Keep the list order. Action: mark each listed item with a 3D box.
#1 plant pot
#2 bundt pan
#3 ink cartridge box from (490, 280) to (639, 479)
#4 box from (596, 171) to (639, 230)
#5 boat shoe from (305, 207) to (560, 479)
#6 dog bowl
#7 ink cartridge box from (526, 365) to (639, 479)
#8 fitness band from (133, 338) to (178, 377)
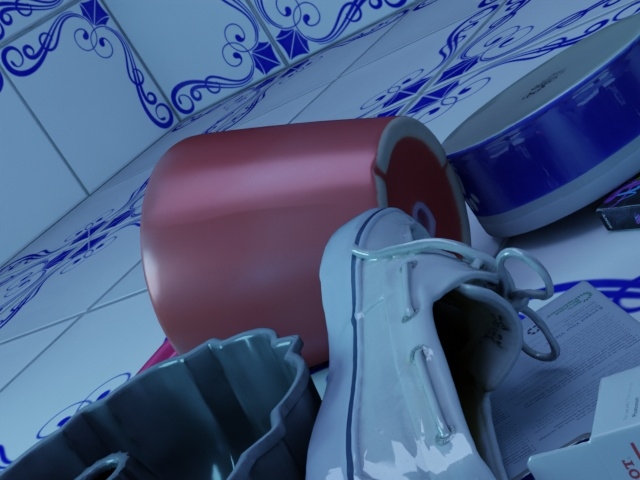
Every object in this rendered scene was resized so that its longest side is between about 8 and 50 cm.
[{"bbox_3d":[0.000,0.000,1.118,0.243,0.275,0.275,-12,23,30],"label":"plant pot"},{"bbox_3d":[-0.118,0.205,0.766,0.331,0.124,0.331,-31,16,9],"label":"bundt pan"},{"bbox_3d":[0.139,0.132,0.775,0.223,0.045,0.224,-33,16,1],"label":"ink cartridge box"},{"bbox_3d":[0.342,-0.067,1.031,0.162,0.029,0.116,-38,15,-26],"label":"box"},{"bbox_3d":[0.087,0.063,0.749,0.156,0.136,0.367,-28,20,19],"label":"boat shoe"},{"bbox_3d":[0.256,-0.120,1.169,0.265,0.104,0.265,-35,8,6],"label":"dog bowl"},{"bbox_3d":[0.211,0.110,0.582,0.181,0.104,0.061,-24,17,29],"label":"ink cartridge box"},{"bbox_3d":[-0.141,0.123,1.283,0.209,0.054,0.291,-42,6,35],"label":"fitness band"}]
